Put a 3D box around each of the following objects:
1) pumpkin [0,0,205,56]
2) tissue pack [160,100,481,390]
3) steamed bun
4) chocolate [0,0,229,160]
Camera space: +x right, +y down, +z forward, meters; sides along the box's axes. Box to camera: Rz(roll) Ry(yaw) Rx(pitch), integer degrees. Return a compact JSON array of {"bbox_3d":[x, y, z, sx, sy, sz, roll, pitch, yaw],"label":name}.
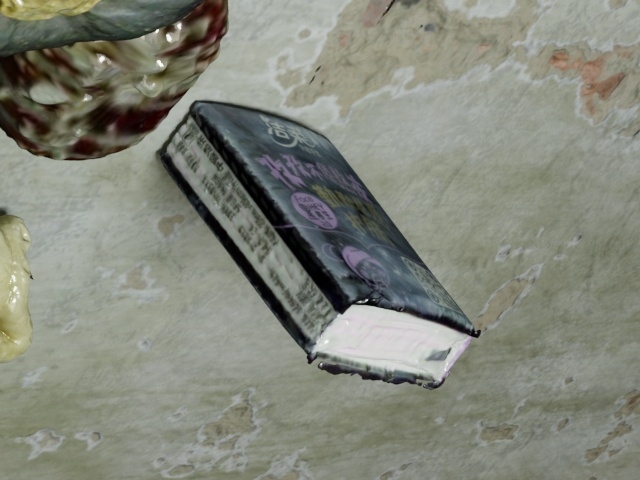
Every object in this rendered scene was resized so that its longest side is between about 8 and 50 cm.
[{"bbox_3d":[-0.236,-0.330,1.419,0.454,0.344,0.454,-13,167,-3],"label":"pumpkin"},{"bbox_3d":[0.000,0.000,2.158,0.259,0.361,0.122,15,120,-51],"label":"tissue pack"},{"bbox_3d":[-0.388,0.042,2.092,0.172,0.141,0.155,7,116,-50],"label":"steamed bun"},{"bbox_3d":[-0.208,-0.206,1.750,0.225,0.210,0.340,12,136,-33],"label":"chocolate"}]
